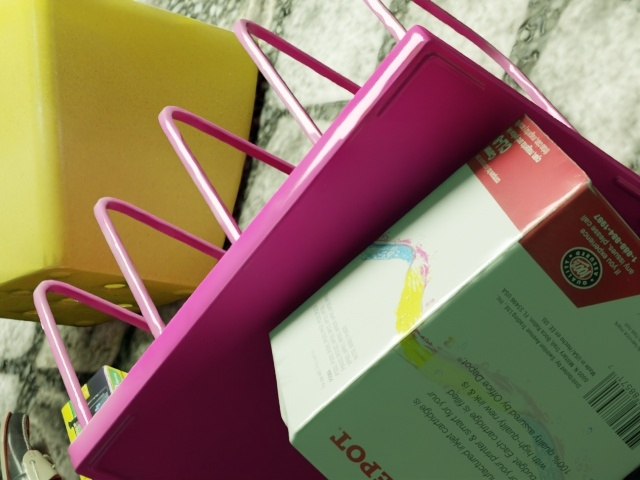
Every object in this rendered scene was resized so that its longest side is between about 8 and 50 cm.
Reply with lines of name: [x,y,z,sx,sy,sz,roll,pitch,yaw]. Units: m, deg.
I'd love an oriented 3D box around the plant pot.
plant pot: [-0.179,-0.046,1.103,0.212,0.212,0.187,-18,71,39]

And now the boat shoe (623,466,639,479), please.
boat shoe: [0.157,0.150,0.741,0.258,0.109,0.089,-41,36,0]

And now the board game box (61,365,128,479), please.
board game box: [-0.069,0.166,0.914,0.048,0.141,0.170,-46,44,21]

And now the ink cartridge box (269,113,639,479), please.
ink cartridge box: [0.081,0.054,0.738,0.176,0.128,0.127,-40,19,7]

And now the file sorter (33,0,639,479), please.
file sorter: [0.000,0.000,0.887,0.291,0.202,0.182,-50,40,15]

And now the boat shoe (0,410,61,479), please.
boat shoe: [-0.209,0.181,1.127,0.043,0.049,0.137,-11,49,-6]
